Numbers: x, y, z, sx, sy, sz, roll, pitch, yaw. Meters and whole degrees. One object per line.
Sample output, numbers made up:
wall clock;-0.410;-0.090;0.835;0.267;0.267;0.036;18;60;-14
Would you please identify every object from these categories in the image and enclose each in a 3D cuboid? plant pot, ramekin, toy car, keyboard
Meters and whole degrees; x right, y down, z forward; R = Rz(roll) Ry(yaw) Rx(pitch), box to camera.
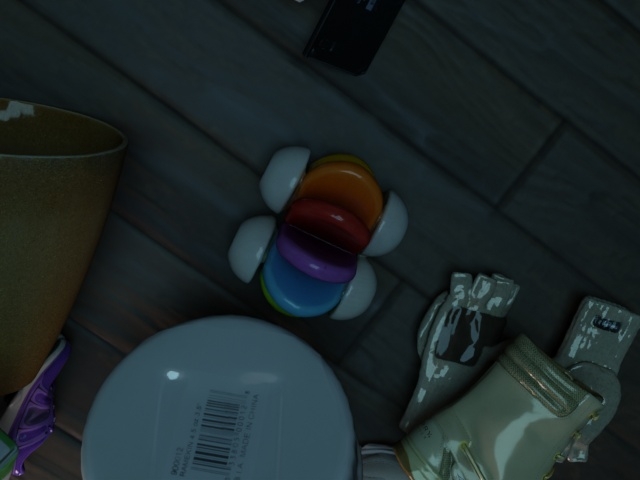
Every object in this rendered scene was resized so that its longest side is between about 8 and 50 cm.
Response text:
plant pot;-0.318;0.009;0.779;0.237;0.237;0.254;11;108;-6
ramekin;-0.093;0.206;0.792;0.277;0.135;0.277;1;60;-2
toy car;0.000;0.000;0.832;0.159;0.136;0.182;25;98;-8
keyboard;0.040;-0.255;0.809;0.108;0.023;0.180;11;118;-38

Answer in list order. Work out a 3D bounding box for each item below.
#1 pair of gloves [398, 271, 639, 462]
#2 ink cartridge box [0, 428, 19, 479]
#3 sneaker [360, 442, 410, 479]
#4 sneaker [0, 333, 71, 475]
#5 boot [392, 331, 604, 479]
pair of gloves;0.219;0.144;0.923;0.240;0.042;0.204;12;98;-6
ink cartridge box;-0.401;0.195;0.749;0.211;0.289;0.121;41;54;2
sneaker;0.003;0.287;0.894;0.263;0.121;0.099;1;101;-4
sneaker;-0.312;0.176;0.891;0.071;0.068;0.169;25;96;-35
boot;0.234;0.245;0.874;0.203;0.095;0.262;-44;96;3
